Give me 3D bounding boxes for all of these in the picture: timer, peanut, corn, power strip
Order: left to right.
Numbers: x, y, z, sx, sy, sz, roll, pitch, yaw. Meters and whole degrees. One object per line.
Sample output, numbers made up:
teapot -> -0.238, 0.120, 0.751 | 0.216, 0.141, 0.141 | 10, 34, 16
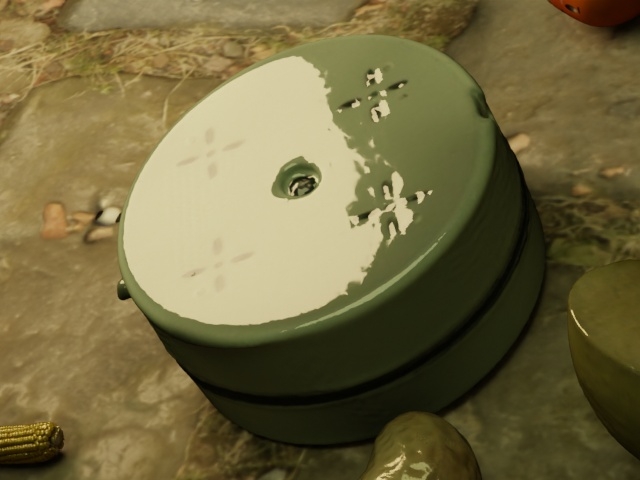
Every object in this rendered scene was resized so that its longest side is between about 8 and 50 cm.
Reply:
corn -> -0.267, 0.178, 1.623 | 0.092, 0.037, 0.037 | -3, 49, 24
power strip -> 0.000, 0.000, 1.563 | 0.357, 0.161, 0.357 | -15, 46, 16
peanut -> 0.052, 0.231, 1.382 | 0.104, 0.085, 0.228 | -2, 51, 37
timer -> 0.275, -0.249, 1.701 | 0.136, 0.099, 0.136 | -11, 60, 20

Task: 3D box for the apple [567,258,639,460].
apple -> 0.331, 0.054, 1.294 | 0.258, 0.233, 0.295 | 20, 70, 31
